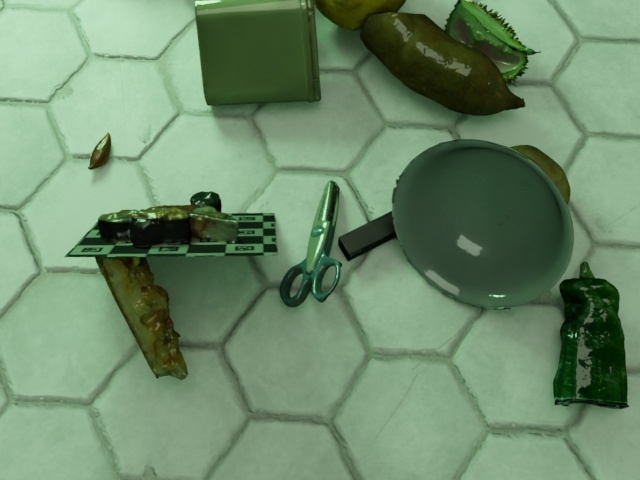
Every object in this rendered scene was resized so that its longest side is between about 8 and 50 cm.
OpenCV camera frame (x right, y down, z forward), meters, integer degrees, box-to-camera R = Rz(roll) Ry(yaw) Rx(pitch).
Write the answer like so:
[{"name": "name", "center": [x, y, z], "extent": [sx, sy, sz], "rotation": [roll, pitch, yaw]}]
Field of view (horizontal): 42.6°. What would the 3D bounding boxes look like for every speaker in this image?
[{"name": "speaker", "center": [0.129, -0.023, 1.632], "extent": [0.191, 0.040, 0.046], "rotation": [-27, 70, -13]}]

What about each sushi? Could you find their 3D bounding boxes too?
[{"name": "sushi", "center": [-0.250, -0.043, 1.472], "extent": [0.342, 0.359, 0.064], "rotation": [-1, 102, -4]}]

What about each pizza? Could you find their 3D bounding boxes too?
[{"name": "pizza", "center": [-0.334, 0.106, 1.499], "extent": [0.087, 0.268, 0.258], "rotation": [-25, 111, -16]}]

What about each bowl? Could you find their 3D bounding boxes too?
[{"name": "bowl", "center": [0.321, -0.057, 1.543], "extent": [0.345, 0.346, 0.157], "rotation": [33, 40, 13]}]

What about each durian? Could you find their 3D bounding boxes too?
[{"name": "durian", "center": [0.369, -0.424, 1.789], "extent": [0.095, 0.137, 0.221], "rotation": [-19, 57, -47]}]

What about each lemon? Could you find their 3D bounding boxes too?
[{"name": "lemon", "center": [0.089, -0.573, 1.769], "extent": [0.233, 0.234, 0.288], "rotation": [21, 42, 8]}]

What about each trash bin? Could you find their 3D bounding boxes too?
[{"name": "trash bin", "center": [-0.127, -0.404, 1.710], "extent": [0.247, 0.121, 0.244], "rotation": [-4, 109, -1]}]

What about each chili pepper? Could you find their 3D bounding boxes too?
[{"name": "chili pepper", "center": [0.498, 0.171, 1.522], "extent": [0.136, 0.099, 0.271], "rotation": [1, 70, 9]}]

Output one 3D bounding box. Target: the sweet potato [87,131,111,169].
[{"name": "sweet potato", "center": [-0.452, -0.183, 1.695], "extent": [0.034, 0.034, 0.095], "rotation": [17, 67, 6]}]

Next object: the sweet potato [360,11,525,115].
[{"name": "sweet potato", "center": [0.258, -0.361, 1.729], "extent": [0.369, 0.158, 0.158], "rotation": [37, 70, 9]}]

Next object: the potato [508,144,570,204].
[{"name": "potato", "center": [0.417, -0.124, 1.639], "extent": [0.175, 0.137, 0.137], "rotation": [15, 66, 2]}]

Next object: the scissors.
[{"name": "scissors", "center": [0.000, 0.000, 1.604], "extent": [0.138, 0.041, 0.289], "rotation": [-14, 48, 36]}]
